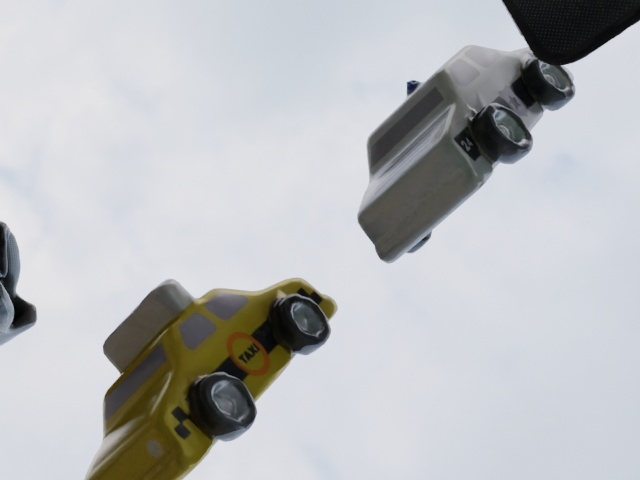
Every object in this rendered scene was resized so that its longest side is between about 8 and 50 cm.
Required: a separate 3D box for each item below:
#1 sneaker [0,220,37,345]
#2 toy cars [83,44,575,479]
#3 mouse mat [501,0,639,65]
[{"bbox_3d":[-0.269,0.002,0.932,0.132,0.228,0.086,-23,-131,24],"label":"sneaker"},{"bbox_3d":[0.000,0.000,0.823,0.393,0.176,0.087,-44,-89,-14],"label":"toy cars"},{"bbox_3d":[0.111,-0.163,0.536,0.152,0.007,0.190,-35,-132,15],"label":"mouse mat"}]
